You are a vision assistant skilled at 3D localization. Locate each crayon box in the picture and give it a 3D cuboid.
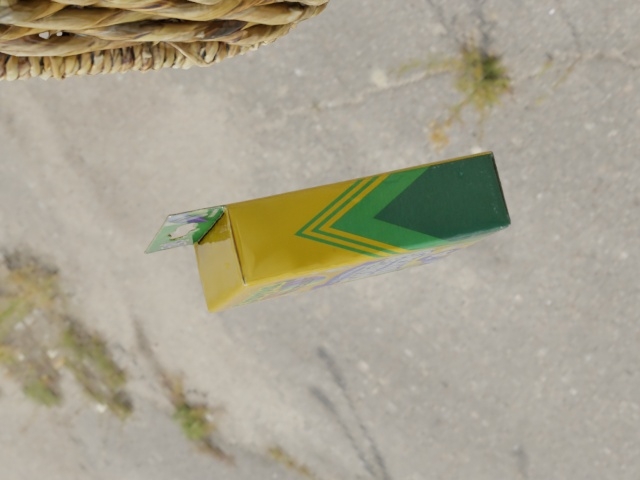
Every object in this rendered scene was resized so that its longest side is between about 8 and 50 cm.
[{"bbox_3d":[0.000,0.000,1.262,0.203,0.323,0.083,144,114,-73],"label":"crayon box"}]

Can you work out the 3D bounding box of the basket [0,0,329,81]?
[{"bbox_3d":[-0.095,-0.235,0.664,0.223,0.213,0.299,-33,63,32],"label":"basket"}]
